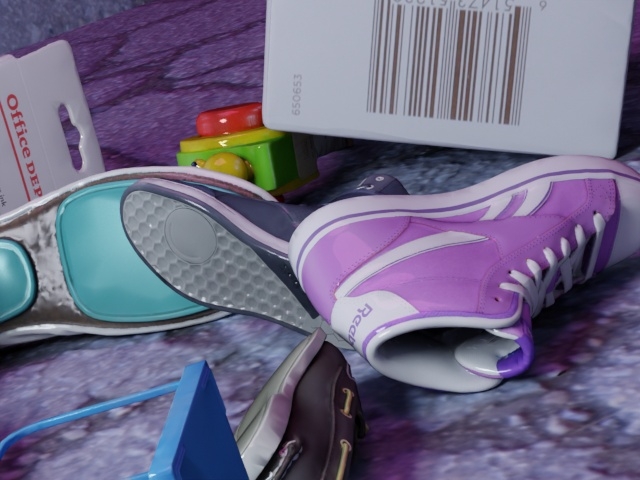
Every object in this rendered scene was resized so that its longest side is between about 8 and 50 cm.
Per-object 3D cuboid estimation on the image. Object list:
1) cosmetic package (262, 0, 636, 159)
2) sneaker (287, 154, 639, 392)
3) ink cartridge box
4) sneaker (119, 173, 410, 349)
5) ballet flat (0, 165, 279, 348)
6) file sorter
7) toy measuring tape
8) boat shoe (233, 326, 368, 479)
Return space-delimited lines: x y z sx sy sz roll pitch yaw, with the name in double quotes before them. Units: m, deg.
"cosmetic package" 0.133 -0.294 1.685 0.329 0.327 0.394 4 19 4
"sneaker" 0.135 0.034 1.190 0.282 0.102 0.161 -13 38 -22
"ink cartridge box" -0.374 -0.051 1.695 0.119 0.207 0.353 0 21 39
"sneaker" -0.026 -0.007 1.338 0.226 0.086 0.163 24 33 12
"ballet flat" -0.208 0.024 1.474 0.400 0.139 0.139 -13 16 11
"file sorter" -0.077 0.163 0.782 0.104 0.170 0.118 -16 16 8
"toy measuring tape" -0.061 -0.083 1.709 0.121 0.121 0.330 -10 8 17
"boat shoe" -0.010 0.118 1.057 0.081 0.068 0.228 -53 2 17
